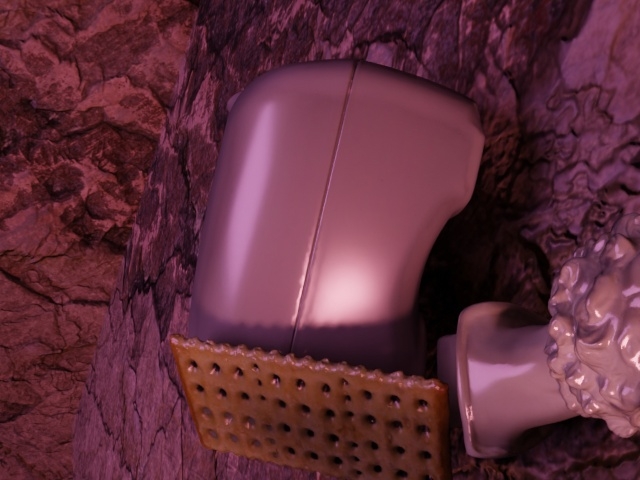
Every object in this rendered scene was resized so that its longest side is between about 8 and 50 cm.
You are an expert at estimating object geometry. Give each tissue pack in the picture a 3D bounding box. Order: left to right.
[{"bbox_3d":[0.000,0.000,0.771,0.229,0.236,0.333,-72,-6,-79],"label":"tissue pack"}]

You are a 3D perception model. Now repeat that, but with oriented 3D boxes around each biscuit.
[{"bbox_3d":[-0.008,0.143,0.672,0.016,0.231,0.139,-58,-33,-48],"label":"biscuit"}]

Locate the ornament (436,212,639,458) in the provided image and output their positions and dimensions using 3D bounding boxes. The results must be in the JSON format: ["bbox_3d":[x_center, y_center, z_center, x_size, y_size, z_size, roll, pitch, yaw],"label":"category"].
[{"bbox_3d":[0.162,0.086,0.577,0.285,0.120,0.130,132,134,-55],"label":"ornament"}]
